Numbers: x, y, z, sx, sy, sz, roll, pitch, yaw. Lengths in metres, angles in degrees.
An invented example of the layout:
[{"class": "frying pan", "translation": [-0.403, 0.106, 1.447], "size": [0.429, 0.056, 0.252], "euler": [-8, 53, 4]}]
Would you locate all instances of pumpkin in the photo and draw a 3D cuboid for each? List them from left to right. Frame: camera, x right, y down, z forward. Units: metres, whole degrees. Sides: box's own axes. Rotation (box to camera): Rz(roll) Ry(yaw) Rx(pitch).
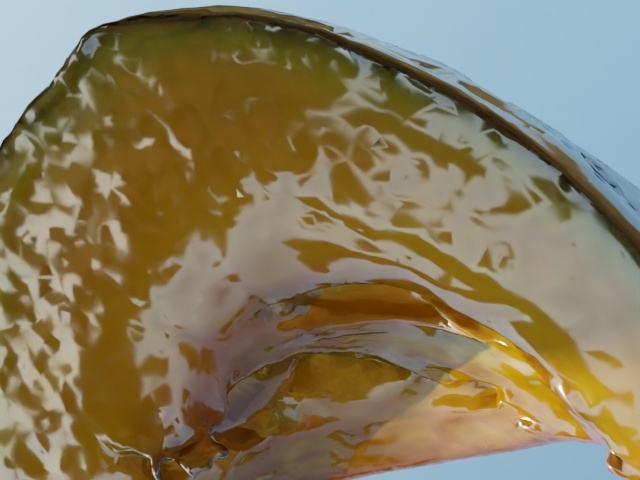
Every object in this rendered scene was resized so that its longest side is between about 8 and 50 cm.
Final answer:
[{"class": "pumpkin", "translation": [0.000, 0.000, 0.508], "size": [0.254, 0.149, 0.130], "euler": [-15, -167, 37]}]
